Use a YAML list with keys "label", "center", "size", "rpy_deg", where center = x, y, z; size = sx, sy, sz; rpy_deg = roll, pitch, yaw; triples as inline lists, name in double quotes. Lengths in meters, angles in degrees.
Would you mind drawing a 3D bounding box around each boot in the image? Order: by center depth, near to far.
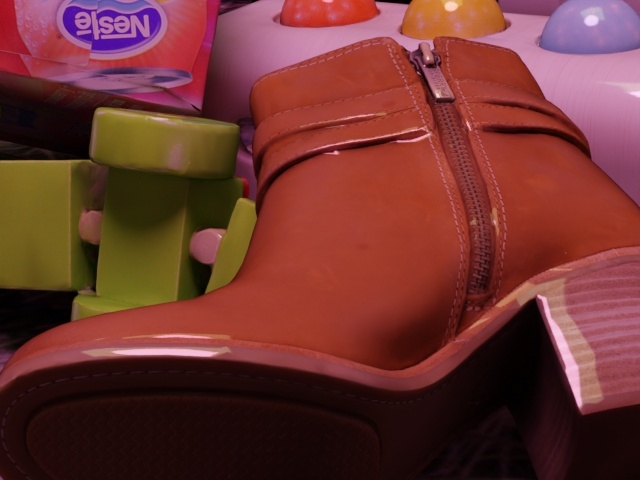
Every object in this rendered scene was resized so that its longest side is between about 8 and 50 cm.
- label: "boot"
  center: [0.000, 0.000, 0.707]
  size: [0.283, 0.109, 0.220]
  rpy_deg: [-5, 46, -16]

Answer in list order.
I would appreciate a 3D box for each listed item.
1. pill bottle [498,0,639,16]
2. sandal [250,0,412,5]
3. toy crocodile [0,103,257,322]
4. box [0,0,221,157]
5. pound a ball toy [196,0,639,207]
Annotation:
- label: "pill bottle"
  center: [0.276, -0.178, 1.143]
  size: [0.318, 0.176, 0.176]
  rpy_deg: [2, 21, 16]
- label: "sandal"
  center: [0.044, -0.181, 1.250]
  size: [0.167, 0.107, 0.446]
  rpy_deg: [-4, -1, 23]
- label: "toy crocodile"
  center: [-0.128, -0.009, 0.866]
  size: [0.340, 0.115, 0.105]
  rpy_deg: [8, 5, 25]
- label: "box"
  center: [-0.147, -0.138, 0.985]
  size: [0.142, 0.154, 0.300]
  rpy_deg: [11, -3, -15]
- label: "pound a ball toy"
  center: [0.073, -0.085, 0.994]
  size: [0.319, 0.136, 0.208]
  rpy_deg: [11, 25, 33]
